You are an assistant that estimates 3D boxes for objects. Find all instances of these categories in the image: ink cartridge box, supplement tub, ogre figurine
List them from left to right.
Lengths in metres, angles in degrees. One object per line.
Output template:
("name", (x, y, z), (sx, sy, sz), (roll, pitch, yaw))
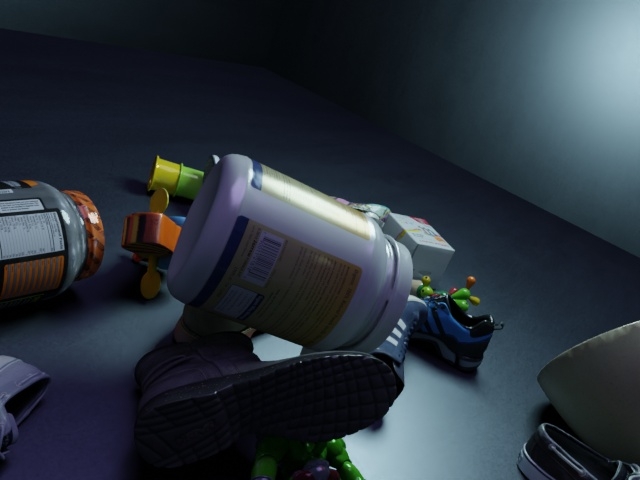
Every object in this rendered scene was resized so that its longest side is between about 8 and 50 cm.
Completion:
("supplement tub", (-0.501, 0.011, 0.838), (0.193, 0.193, 0.316), (34, 25, 27))
("supplement tub", (-0.044, 0.032, 0.857), (0.316, 0.228, 0.228), (24, 21, -21))
("ogre figurine", (-0.012, 0.305, 0.744), (0.197, 0.097, 0.118), (0, 41, -19))
("ink cartridge box", (0.250, 0.028, 1.540), (0.128, 0.127, 0.176), (10, 27, -27))

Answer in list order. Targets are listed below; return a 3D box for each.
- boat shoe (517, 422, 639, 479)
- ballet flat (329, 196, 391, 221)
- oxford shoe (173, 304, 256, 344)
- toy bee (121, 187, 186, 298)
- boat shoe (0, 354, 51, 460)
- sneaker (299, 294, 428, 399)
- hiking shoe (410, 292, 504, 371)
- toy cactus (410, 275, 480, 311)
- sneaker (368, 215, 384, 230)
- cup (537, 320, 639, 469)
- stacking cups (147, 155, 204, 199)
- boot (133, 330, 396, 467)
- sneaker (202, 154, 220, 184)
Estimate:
("boat shoe", (0.488, 0.410, 0.932), (0.306, 0.105, 0.113), (32, 25, 24))
("ballet flat", (0.111, -0.078, 1.738), (0.221, 0.077, 0.079), (13, 42, -9))
("oxford shoe", (-0.112, 0.079, 1.078), (0.140, 0.146, 0.397), (27, 25, 12))
("toy bee", (-0.304, 0.022, 1.076), (0.162, 0.298, 0.195), (-1, 56, 14))
("boat shoe", (-0.383, 0.209, 0.647), (0.081, 0.079, 0.227), (16, 20, -3))
("sneaker", (0.117, 0.210, 1.034), (0.148, 0.131, 0.350), (35, 36, 32))
("hiking shoe", (0.228, 0.155, 1.232), (0.304, 0.132, 0.113), (24, 23, 7))
("toy cactus", (0.276, 0.125, 1.379), (0.180, 0.112, 0.219), (18, 10, 39))
("sneaker", (0.103, -0.046, 1.639), (0.235, 0.090, 0.095), (20, 13, -8))
("cup", (0.611, 0.314, 1.054), (0.331, 0.331, 0.237), (8, 51, -30))
("stacking cups", (-0.285, -0.126, 1.483), (0.316, 0.096, 0.096), (17, 23, -22))
("boot", (-0.086, 0.179, 0.781), (0.338, 0.118, 0.223), (-3, 13, -14))
("sneaker", (-0.198, -0.108, 1.424), (0.163, 0.086, 0.226), (-2, 65, -37))
